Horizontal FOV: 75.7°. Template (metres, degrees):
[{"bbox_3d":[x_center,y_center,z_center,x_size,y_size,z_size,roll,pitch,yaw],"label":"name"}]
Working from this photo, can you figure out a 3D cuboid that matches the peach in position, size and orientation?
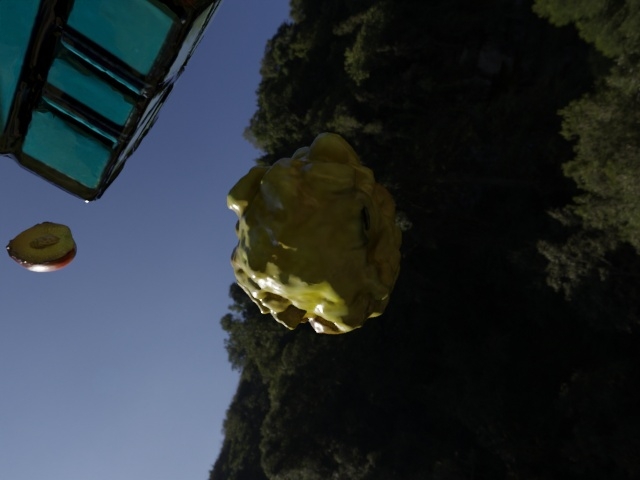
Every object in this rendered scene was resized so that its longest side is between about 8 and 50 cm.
[{"bbox_3d":[-0.442,0.020,0.665,0.098,0.098,0.062,-52,-20,-41],"label":"peach"}]

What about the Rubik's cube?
[{"bbox_3d":[-0.297,-0.272,0.480,0.283,0.288,0.294,33,-149,-22],"label":"Rubik's cube"}]

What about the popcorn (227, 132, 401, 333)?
[{"bbox_3d":[0.000,0.000,0.575,0.252,0.215,0.286,-48,-41,-15],"label":"popcorn"}]
